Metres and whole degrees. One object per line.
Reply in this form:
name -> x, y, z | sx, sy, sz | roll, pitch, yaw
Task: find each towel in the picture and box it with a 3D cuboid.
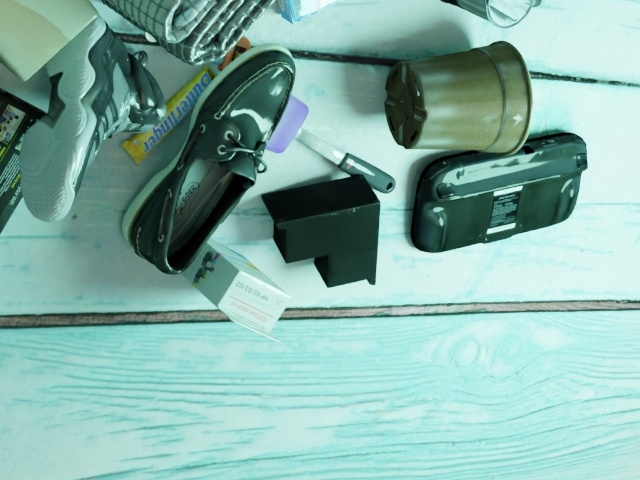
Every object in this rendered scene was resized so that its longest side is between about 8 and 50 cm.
towel -> -0.126, -0.358, 1.683 | 0.284, 0.235, 0.121 | -48, 134, -2

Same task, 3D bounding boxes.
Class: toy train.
toy train -> -0.139, -0.273, 1.828 | 0.166, 0.046, 0.125 | 19, 92, -38

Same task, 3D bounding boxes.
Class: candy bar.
candy bar -> -0.194, -0.167, 1.877 | 0.161, 0.018, 0.040 | -44, 130, -6

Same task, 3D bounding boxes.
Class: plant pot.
plant pot -> 0.189, -0.197, 2.035 | 0.165, 0.167, 0.167 | -6, 117, -22

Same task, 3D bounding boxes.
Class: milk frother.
milk frother -> 0.239, -0.385, 1.976 | 0.129, 0.134, 0.143 | -22, 124, -24

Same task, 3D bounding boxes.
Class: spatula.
spatula -> 0.011, -0.126, 2.027 | 0.296, 0.030, 0.084 | 28, 97, -40

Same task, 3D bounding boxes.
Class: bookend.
bookend -> 0.000, 0.000, 2.058 | 0.156, 0.072, 0.157 | -13, 131, -16

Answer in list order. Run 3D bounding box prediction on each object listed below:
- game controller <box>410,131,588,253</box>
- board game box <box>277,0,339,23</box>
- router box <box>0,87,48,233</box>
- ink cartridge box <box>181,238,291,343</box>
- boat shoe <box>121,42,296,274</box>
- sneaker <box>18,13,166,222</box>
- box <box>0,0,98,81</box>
game controller -> 0.281, -0.073, 2.226 | 0.319, 0.067, 0.166 | -12, 134, -28
board game box -> 0.026, -0.402, 1.887 | 0.211, 0.039, 0.160 | -28, 126, -18
router box -> -0.416, -0.097, 1.746 | 0.133, 0.046, 0.179 | 29, 96, -41
ink cartridge box -> -0.113, 0.062, 1.942 | 0.104, 0.181, 0.062 | 28, 96, -40
boat shoe -> -0.129, -0.097, 1.863 | 0.340, 0.113, 0.127 | -49, 137, 10
sneaker -> -0.269, -0.137, 1.741 | 0.153, 0.101, 0.269 | 26, 66, -47
box -> -0.399, -0.338, 1.569 | 0.121, 0.148, 0.311 | -44, 128, -7
